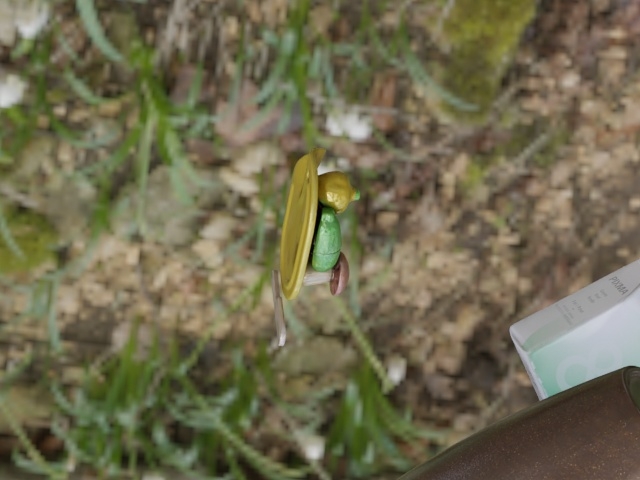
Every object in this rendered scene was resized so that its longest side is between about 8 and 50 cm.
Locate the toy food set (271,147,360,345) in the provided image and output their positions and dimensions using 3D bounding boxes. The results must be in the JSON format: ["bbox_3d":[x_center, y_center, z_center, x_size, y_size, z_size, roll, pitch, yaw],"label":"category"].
[{"bbox_3d":[0.000,0.000,1.805,0.071,0.218,0.128,5,-146,-12],"label":"toy food set"}]

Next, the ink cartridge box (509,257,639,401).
[{"bbox_3d":[0.283,0.095,1.280,0.224,0.181,0.056,-27,-152,2],"label":"ink cartridge box"}]

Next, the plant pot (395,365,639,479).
[{"bbox_3d":[0.157,0.196,1.066,0.230,0.215,0.215,-46,145,21],"label":"plant pot"}]
